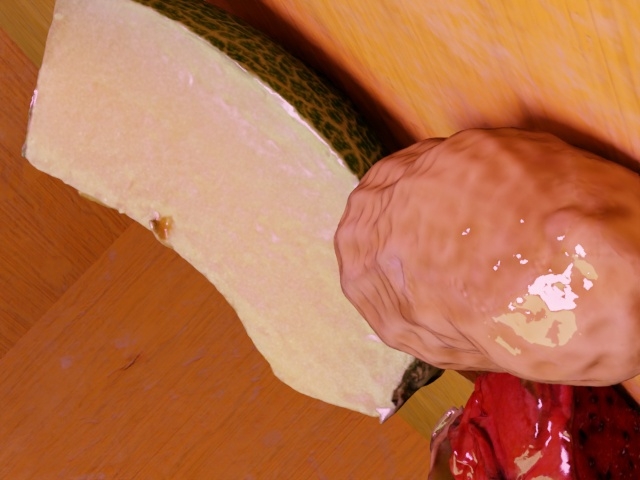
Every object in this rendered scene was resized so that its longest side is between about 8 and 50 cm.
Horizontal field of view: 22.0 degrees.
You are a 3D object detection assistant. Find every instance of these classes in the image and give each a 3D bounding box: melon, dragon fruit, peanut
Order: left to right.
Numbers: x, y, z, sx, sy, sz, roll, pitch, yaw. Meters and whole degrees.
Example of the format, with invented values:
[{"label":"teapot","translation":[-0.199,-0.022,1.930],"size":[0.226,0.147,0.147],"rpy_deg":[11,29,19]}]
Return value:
[{"label":"melon","translation":[-0.041,-0.025,1.210],"size":[0.343,0.226,0.331],"rpy_deg":[27,159,12]},{"label":"peanut","translation":[0.098,0.007,0.890],"size":[0.147,0.147,0.305],"rpy_deg":[44,169,-8]},{"label":"dragon fruit","translation":[0.187,0.236,1.354],"size":[0.205,0.152,0.317],"rpy_deg":[-10,136,42]}]

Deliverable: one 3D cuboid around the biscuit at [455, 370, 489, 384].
[{"label":"biscuit","translation":[0.146,0.090,1.470],"size":[0.278,0.043,0.301],"rpy_deg":[43,172,-13]}]
